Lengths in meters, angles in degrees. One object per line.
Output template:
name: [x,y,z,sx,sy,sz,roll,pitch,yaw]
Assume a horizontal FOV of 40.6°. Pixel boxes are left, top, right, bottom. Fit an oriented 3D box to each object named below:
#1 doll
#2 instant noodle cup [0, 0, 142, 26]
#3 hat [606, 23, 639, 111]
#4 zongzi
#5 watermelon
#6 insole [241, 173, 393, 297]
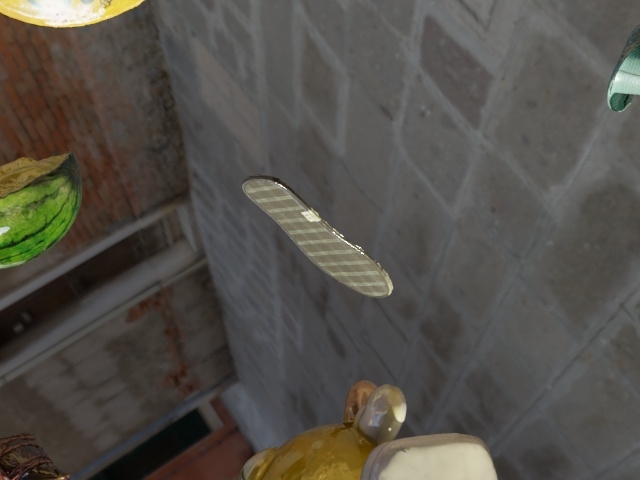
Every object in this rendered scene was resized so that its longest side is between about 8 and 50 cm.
doll: [0.016,0.272,0.695,0.161,0.348,0.423,21,133,-12]
instant noodle cup: [-0.140,-0.260,0.559,0.216,0.215,0.172,62,-155,-14]
hat: [0.575,-0.312,1.558,0.078,0.191,0.138,17,137,20]
zongzi: [-0.181,0.150,0.537,0.067,0.073,0.083,9,-135,-56]
watermelon: [-0.410,-0.029,1.115,0.204,0.232,0.127,-145,34,-69]
insole: [0.000,0.000,1.235,0.110,0.012,0.309,-4,145,39]
